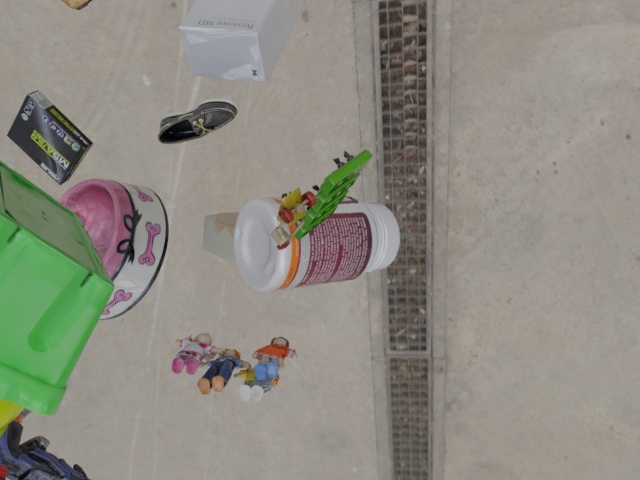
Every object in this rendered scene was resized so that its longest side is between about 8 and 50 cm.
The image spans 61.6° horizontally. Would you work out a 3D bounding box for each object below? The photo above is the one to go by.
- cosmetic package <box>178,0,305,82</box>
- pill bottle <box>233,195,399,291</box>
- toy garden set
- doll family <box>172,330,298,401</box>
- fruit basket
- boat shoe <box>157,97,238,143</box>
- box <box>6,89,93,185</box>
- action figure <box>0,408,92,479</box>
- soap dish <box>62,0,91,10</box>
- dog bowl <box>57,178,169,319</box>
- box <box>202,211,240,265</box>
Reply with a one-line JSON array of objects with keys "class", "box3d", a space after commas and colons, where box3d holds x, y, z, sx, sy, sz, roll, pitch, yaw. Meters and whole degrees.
[{"class": "cosmetic package", "box3d": [-0.208, -0.668, 1.562, 0.229, 0.454, 0.162, 8, 145, 10]}, {"class": "pill bottle", "box3d": [0.000, 0.000, 1.361, 0.392, 0.224, 0.224, -4, 125, -38]}, {"class": "toy garden set", "box3d": [-0.024, -0.068, 1.028, 0.049, 0.203, 0.244, 48, 151, 7]}, {"class": "doll family", "box3d": [-0.175, 0.265, 1.113, 0.262, 0.163, 0.119, 3, 102, 7]}, {"class": "fruit basket", "box3d": [-0.468, 0.109, 0.706, 0.391, 0.392, 0.283, -29, 130, 20]}, {"class": "boat shoe", "box3d": [-0.309, -0.294, 1.354, 0.227, 0.069, 0.081, -10, 142, 23]}, {"class": "box", "box3d": [-0.720, -0.268, 1.427, 0.191, 0.045, 0.184, 46, 126, -12]}, {"class": "action figure", "box3d": [-0.569, 0.374, 0.924, 0.178, 0.330, 0.341, -41, 118, -5]}, {"class": "soap dish", "box3d": [-0.382, -0.542, 0.989, 0.290, 0.229, 0.118, -33, 121, -3]}, {"class": "dog bowl", "box3d": [-0.624, 0.009, 1.496, 0.407, 0.408, 0.150, -29, 151, 20]}, {"class": "box", "box3d": [-0.227, 0.006, 1.705, 0.311, 0.147, 0.121, 19, 111, 39]}]
